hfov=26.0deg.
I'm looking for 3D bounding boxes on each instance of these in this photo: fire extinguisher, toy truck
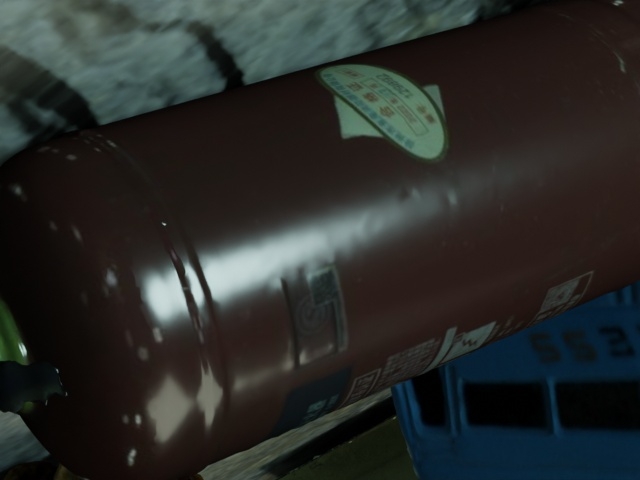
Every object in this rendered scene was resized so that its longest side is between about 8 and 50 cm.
[{"bbox_3d":[0.000,0.000,0.460,0.337,0.114,0.135,-20,-172,-28],"label":"fire extinguisher"},{"bbox_3d":[0.190,0.039,0.635,0.161,0.162,0.385,-2,176,-41],"label":"toy truck"}]

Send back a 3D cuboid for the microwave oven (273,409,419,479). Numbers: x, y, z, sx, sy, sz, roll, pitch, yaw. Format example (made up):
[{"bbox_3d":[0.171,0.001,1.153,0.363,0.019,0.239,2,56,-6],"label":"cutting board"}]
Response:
[{"bbox_3d":[0.206,0.271,1.262,0.394,0.333,0.247,-28,160,0],"label":"microwave oven"}]

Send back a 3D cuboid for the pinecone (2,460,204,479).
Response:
[{"bbox_3d":[-0.136,0.216,0.786,0.208,0.207,0.207,-26,164,-8],"label":"pinecone"}]
